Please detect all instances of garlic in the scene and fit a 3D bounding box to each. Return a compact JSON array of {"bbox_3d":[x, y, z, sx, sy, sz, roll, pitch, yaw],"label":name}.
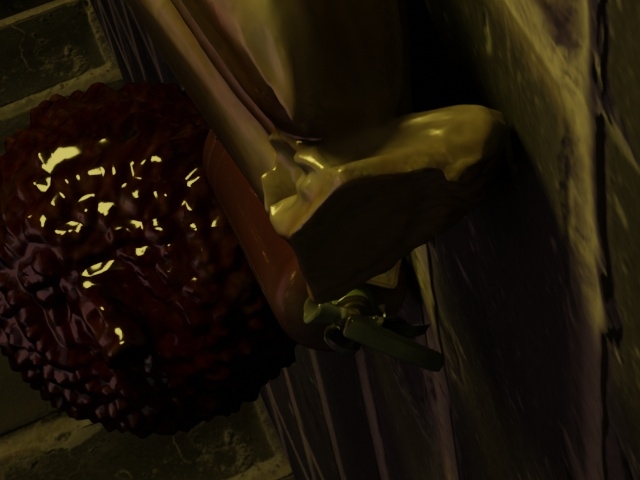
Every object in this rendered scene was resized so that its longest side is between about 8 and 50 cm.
[{"bbox_3d":[-0.022,-0.113,0.954,0.279,0.132,0.325,84,161,-63],"label":"garlic"}]

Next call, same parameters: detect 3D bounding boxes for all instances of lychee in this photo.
[{"bbox_3d":[-0.144,0.012,1.633,0.330,0.306,0.306,-68,-38,-66],"label":"lychee"}]

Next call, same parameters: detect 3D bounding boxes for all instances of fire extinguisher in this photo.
[{"bbox_3d":[0.000,0.000,1.316,0.269,0.105,0.104,-121,12,-55],"label":"fire extinguisher"}]

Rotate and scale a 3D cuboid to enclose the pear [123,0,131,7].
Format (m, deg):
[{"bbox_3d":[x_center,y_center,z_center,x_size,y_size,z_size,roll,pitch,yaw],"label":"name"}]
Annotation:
[{"bbox_3d":[-0.146,-0.263,1.533,0.239,0.139,0.288,56,174,-19],"label":"pear"}]
